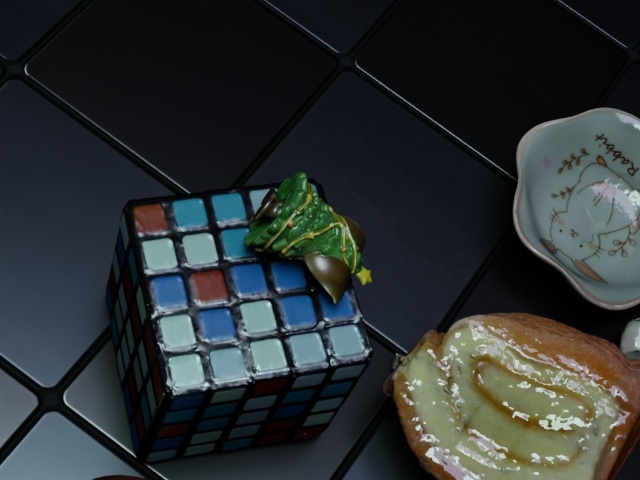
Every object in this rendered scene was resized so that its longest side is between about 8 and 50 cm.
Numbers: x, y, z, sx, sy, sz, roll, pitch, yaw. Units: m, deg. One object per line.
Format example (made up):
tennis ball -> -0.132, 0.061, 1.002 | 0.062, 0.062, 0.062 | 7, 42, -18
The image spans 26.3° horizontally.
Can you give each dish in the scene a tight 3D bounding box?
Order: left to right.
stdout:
dish -> 0.292, -0.024, 1.427 | 0.229, 0.081, 0.230 | 5, 65, -12

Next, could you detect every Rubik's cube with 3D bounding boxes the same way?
Rubik's cube -> -0.080, 0.075, 1.208 | 0.182, 0.187, 0.184 | -8, 63, -19

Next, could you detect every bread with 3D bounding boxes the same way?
bread -> 0.174, 0.157, 1.256 | 0.244, 0.123, 0.190 | 21, 87, 10

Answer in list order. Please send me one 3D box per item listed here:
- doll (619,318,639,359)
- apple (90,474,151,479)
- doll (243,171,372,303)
doll -> 0.390, 0.129, 1.356 | 0.192, 0.149, 0.095 | -6, 106, -10
apple -> -0.146, 0.292, 1.059 | 0.234, 0.234, 0.234 | 7, 62, -12
doll -> 0.001, -0.007, 1.123 | 0.113, 0.077, 0.078 | 26, 49, -2
